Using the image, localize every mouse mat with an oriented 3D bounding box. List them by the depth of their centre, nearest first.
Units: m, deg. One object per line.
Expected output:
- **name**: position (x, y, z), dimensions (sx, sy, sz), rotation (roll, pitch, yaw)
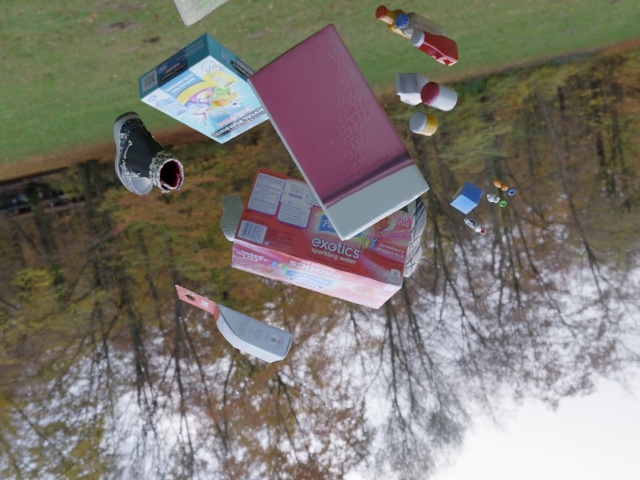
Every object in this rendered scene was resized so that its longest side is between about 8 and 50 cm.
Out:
- **mouse mat**: position (-0.170, -0.453, 0.894), dimensions (0.189, 0.007, 0.152), rotation (-37, 174, -4)

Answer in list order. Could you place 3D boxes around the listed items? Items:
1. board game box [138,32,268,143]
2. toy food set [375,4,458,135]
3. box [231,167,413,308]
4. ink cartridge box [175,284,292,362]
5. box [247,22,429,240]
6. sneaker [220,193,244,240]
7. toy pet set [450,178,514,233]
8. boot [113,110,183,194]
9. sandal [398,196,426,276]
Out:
- **board game box**: position (-0.304, -0.420, 1.513), dimensions (0.253, 0.079, 0.336), rotation (-21, 158, 26)
- **toy food set**: position (0.166, -0.310, 0.920), dimensions (0.104, 0.233, 0.111), rotation (6, 168, -36)
- **box**: position (0.000, 0.000, 0.967), dimensions (0.299, 0.154, 0.142), rotation (16, 155, -5)
- **ink cartridge box**: position (-0.181, 0.170, 1.027), dimensions (0.232, 0.066, 0.189), rotation (20, 162, -7)
- **box**: position (0.027, -0.134, 0.691), dimensions (0.126, 0.232, 0.148), rotation (-31, -178, 8)
- **sneaker**: position (-0.296, -0.067, 1.830), dimensions (0.090, 0.095, 0.235), rotation (-7, -141, -2)
- **toy pet set**: position (0.353, -0.084, 1.148), dimensions (0.114, 0.122, 0.065), rotation (32, -167, -5)
- **boot**: position (-0.390, -0.154, 1.200), dimensions (0.085, 0.236, 0.178), rotation (-33, -116, -31)
- **sandal**: position (0.246, -0.011, 1.568), dimensions (0.086, 0.303, 0.120), rotation (30, -127, 32)
